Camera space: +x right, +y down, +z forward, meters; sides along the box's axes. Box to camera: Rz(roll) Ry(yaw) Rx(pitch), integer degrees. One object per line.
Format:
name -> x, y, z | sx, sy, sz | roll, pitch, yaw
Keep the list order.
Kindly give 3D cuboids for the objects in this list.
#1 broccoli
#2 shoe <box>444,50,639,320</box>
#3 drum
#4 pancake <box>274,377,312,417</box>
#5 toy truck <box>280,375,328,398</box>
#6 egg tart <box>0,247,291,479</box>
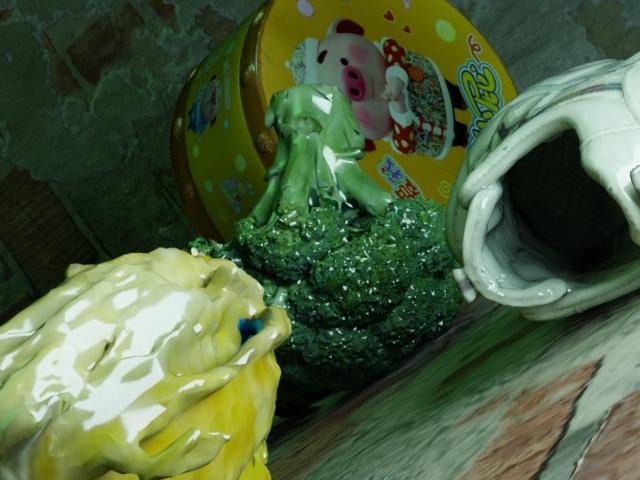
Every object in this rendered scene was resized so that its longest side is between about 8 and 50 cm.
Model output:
broccoli -> 0.000, 0.000, 1.196 | 0.270, 0.270, 0.270 | -7, -9, -1
shoe -> 0.143, -0.026, 0.815 | 0.211, 0.132, 0.342 | -32, 1, -31
drum -> 0.044, -0.114, 1.655 | 0.431, 0.431, 0.214 | -34, -2, -42
pancake -> -0.126, 0.128, 1.318 | 0.250, 0.250, 0.031 | 143, 144, -75
toy truck -> -0.011, 0.123, 1.388 | 0.088, 0.074, 0.202 | -40, 2, -32
egg tart -> -0.149, 0.158, 0.604 | 0.388, 0.169, 0.388 | -37, -3, -3
